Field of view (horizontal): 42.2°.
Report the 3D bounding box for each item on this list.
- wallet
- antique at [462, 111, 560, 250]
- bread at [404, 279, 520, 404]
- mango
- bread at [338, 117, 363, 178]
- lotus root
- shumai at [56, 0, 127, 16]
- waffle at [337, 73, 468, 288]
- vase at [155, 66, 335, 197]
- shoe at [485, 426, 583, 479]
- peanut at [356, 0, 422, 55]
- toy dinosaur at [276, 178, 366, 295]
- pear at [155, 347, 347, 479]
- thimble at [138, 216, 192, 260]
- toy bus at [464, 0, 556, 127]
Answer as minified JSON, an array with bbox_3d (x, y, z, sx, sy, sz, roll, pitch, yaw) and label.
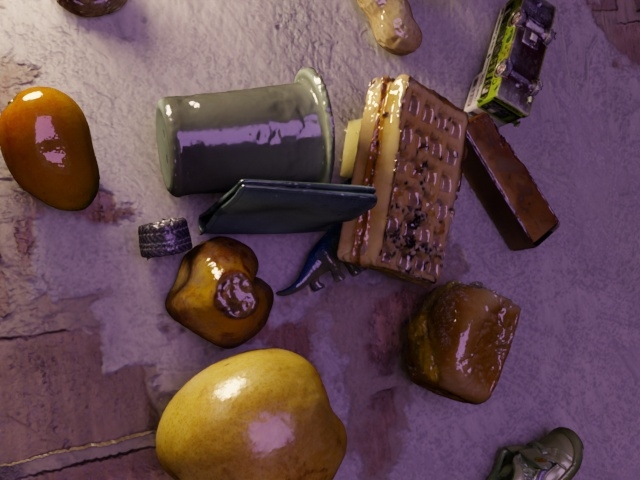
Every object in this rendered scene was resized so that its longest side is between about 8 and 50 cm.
[{"bbox_3d":[-0.068,-0.055,1.489,0.251,0.290,0.054,-1,81,-21],"label":"wallet"},{"bbox_3d":[0.391,-0.130,1.801,0.093,0.087,0.310,-38,99,-24],"label":"antique"},{"bbox_3d":[0.269,0.184,1.661,0.176,0.195,0.246,33,72,-24],"label":"bread"},{"bbox_3d":[-0.465,-0.153,1.422,0.151,0.120,0.221,-15,98,-25],"label":"mango"},{"bbox_3d":[0.066,-0.182,1.670,0.109,0.084,0.080,-50,117,-20],"label":"bread"},{"bbox_3d":[-0.162,0.090,1.498,0.188,0.180,0.199,27,76,-15],"label":"lotus root"},{"bbox_3d":[-0.419,-0.470,1.494,0.139,0.105,0.123,-6,91,2],"label":"shumai"},{"bbox_3d":[0.167,-0.111,1.627,0.261,0.114,0.376,21,79,-52],"label":"waffle"},{"bbox_3d":[-0.143,-0.188,1.509,0.291,0.245,0.245,-7,87,-19],"label":"vase"},{"bbox_3d":[0.443,0.487,1.731,0.262,0.140,0.128,-47,113,-13],"label":"shoe"},{"bbox_3d":[0.133,-0.490,1.729,0.104,0.085,0.228,-33,96,-32],"label":"peanut"},{"bbox_3d":[0.000,0.000,1.648,0.247,0.075,0.188,-23,85,-18],"label":"toy dinosaur"},{"bbox_3d":[-0.114,0.340,1.428,0.314,0.314,0.314,2,84,-23],"label":"pear"},{"bbox_3d":[-0.281,-0.005,1.493,0.095,0.104,0.066,-11,96,3],"label":"thimble"},{"bbox_3d":[0.421,-0.395,1.817,0.113,0.139,0.302,28,67,-19],"label":"toy bus"}]
